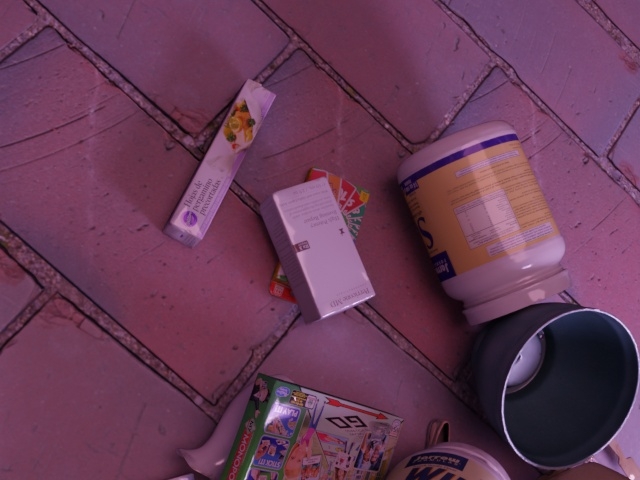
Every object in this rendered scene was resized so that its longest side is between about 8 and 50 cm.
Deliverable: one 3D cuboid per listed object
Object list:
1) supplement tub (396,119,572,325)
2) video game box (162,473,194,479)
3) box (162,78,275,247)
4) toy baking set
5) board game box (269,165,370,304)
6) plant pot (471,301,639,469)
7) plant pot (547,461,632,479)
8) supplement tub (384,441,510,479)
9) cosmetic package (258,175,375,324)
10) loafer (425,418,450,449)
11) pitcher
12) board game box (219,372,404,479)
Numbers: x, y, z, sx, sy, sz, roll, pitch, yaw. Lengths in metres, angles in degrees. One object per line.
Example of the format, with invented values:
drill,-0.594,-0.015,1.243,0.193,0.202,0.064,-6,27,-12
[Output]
supplement tub,0.308,-0.031,1.527,0.241,0.241,0.331,-19,83,-27
video game box,-0.275,0.470,1.231,0.205,0.048,0.187,-9,81,-25
box,-0.176,-0.141,1.447,0.063,0.067,0.324,30,66,-12
toy baking set,0.505,0.417,1.600,0.256,0.030,0.196,-4,82,-18
board game box,0.000,0.000,1.501,0.124,0.039,0.259,24,69,-15
plant pot,0.398,0.237,1.483,0.293,0.196,0.293,-5,104,-21
plant pot,0.477,0.509,1.445,0.284,0.284,0.191,-10,56,-26
supplement tub,0.178,0.464,1.256,0.235,0.235,0.325,61,23,3
cosmetic package,-0.007,0.018,1.426,0.117,0.085,0.231,-21,83,-25
loafer,0.213,0.385,1.473,0.045,0.039,0.125,13,70,-21
pitcher,-0.101,0.333,1.319,0.207,0.125,0.177,-40,115,-19
board game box,-0.009,0.347,1.283,0.317,0.046,0.213,26,80,-43
